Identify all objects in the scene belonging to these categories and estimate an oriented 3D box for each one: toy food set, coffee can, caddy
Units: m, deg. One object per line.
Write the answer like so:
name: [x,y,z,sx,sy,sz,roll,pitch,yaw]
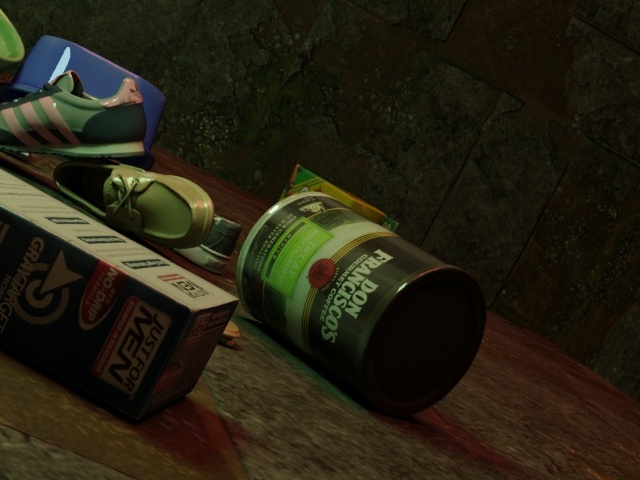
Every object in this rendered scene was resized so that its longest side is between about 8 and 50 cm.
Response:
toy food set: [-0.132,0.097,1.450,0.083,0.020,0.082,27,5,-15]
coffee can: [0.048,0.076,1.604,0.201,0.201,0.275,23,6,-44]
caddy: [-0.473,-0.248,2.437,0.341,0.179,0.241,27,-19,-16]

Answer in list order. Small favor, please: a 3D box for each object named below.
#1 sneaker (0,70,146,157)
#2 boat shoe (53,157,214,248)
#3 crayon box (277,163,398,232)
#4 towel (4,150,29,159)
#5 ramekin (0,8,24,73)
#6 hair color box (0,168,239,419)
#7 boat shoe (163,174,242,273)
sneaker: [-0.421,-0.198,1.903,0.319,0.131,0.112,4,7,5]
boat shoe: [-0.283,-0.060,1.849,0.302,0.109,0.098,22,10,39]
crayon box: [0.000,0.000,2.187,0.081,0.202,0.318,25,5,-28]
towel: [-0.621,-0.220,2.098,0.285,0.034,0.209,26,4,-17]
ramekin: [-0.714,-0.396,2.295,0.303,0.148,0.303,45,13,-13]
hair color box: [-0.258,0.017,1.059,0.347,0.105,0.174,28,5,7]
boat shoe: [-0.247,-0.056,1.994,0.301,0.102,0.108,31,6,35]
